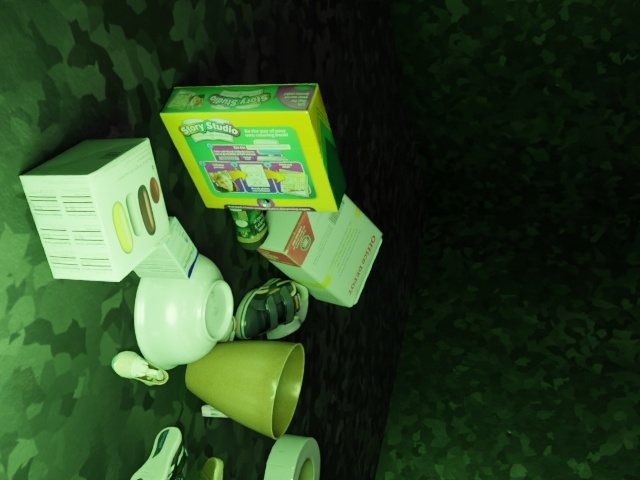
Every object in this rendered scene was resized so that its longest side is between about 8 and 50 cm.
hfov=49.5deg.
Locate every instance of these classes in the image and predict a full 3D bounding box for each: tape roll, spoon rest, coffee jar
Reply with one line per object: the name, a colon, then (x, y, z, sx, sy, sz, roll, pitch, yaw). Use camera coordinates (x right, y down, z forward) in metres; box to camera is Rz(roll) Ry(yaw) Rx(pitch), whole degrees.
tape roll: (-0.093, 0.795, 2.318, 0.286, 0.100, 0.286, 3, 90, -70)
spoon rest: (-0.088, 0.236, 2.276, 0.276, 0.084, 0.137, -50, 139, -58)
coffee jar: (-0.200, -0.068, 1.926, 0.096, 0.079, 0.184, -64, 150, -47)

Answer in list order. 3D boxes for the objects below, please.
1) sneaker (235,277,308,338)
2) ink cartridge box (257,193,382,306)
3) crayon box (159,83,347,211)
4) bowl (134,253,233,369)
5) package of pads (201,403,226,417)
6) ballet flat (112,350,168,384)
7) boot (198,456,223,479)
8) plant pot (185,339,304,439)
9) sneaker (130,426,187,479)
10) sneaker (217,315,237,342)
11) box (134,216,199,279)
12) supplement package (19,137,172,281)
sneaker: (-0.139, 0.196, 2.072, 0.321, 0.127, 0.126, -44, 135, -60)
ink cartridge box: (0.000, 0.000, 2.155, 0.384, 0.160, 0.279, 43, 65, -44)
crayon box: (-0.148, -0.212, 1.633, 0.313, 0.362, 0.106, 71, 29, -46)
bowl: (-0.294, 0.159, 1.622, 0.298, 0.134, 0.298, 3, 90, -71)
package of pads: (-0.263, 0.440, 1.817, 0.050, 0.083, 0.032, -33, 118, -70)
ballet flat: (-0.384, 0.277, 1.504, 0.168, 0.052, 0.057, 48, 48, -62)
boot: (-0.237, 0.671, 1.821, 0.165, 0.077, 0.213, 8, 91, -33)
plant pot: (-0.195, 0.346, 1.721, 0.237, 0.254, 0.237, 10, 90, -76)
sneaker: (-0.358, 0.546, 1.575, 0.217, 0.079, 0.121, -64, 148, -50)
sneaker: (-0.267, 0.277, 1.846, 0.075, 0.057, 0.161, 10, 84, -53)
box: (-0.346, 0.015, 1.467, 0.137, 0.126, 0.072, 69, 29, -50)
supplement package: (-0.400, -0.060, 1.271, 0.194, 0.149, 0.203, -54, 141, -56)
